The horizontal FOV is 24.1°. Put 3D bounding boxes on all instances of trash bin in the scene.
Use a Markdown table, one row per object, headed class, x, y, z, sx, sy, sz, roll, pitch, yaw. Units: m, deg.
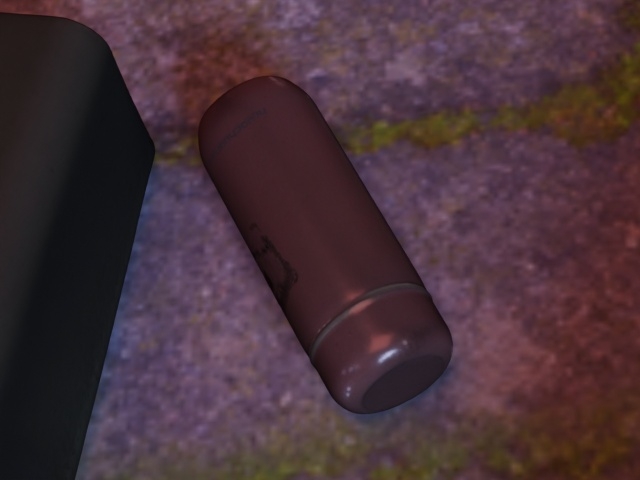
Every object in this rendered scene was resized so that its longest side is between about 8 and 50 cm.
| class | x | y | z | sx | sy | sz | roll | pitch | yaw |
| --- | --- | --- | --- | --- | --- | --- | --- | --- | --- |
| trash bin | -0.168 | 0.038 | 0.566 | 0.164 | 0.122 | 0.241 | 7 | 62 | 15 |

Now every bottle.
| class | x | y | z | sx | sy | sz | roll | pitch | yaw |
| --- | --- | --- | --- | --- | --- | --- | --- | --- | --- |
| bottle | 0.000 | 0.000 | 0.586 | 0.053 | 0.053 | 0.140 | -28 | 61 | -4 |
